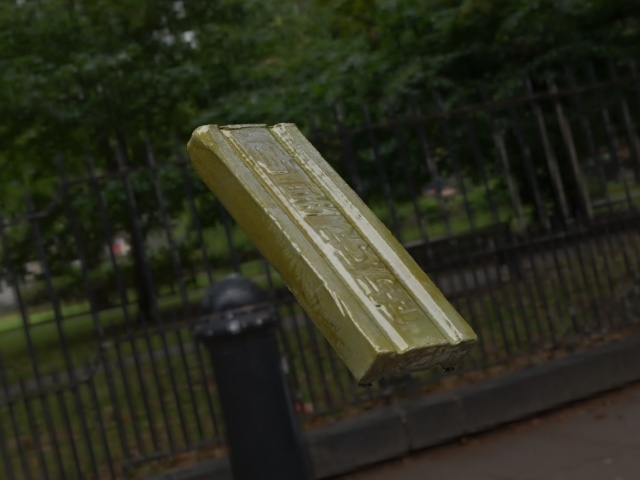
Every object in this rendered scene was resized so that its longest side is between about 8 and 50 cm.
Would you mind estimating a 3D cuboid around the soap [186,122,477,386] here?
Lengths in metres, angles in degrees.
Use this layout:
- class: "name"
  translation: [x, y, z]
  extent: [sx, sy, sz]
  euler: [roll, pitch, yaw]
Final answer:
- class: "soap"
  translation: [0.000, -0.001, 0.886]
  extent: [0.092, 0.252, 0.037]
  euler: [-5, -47, -40]
